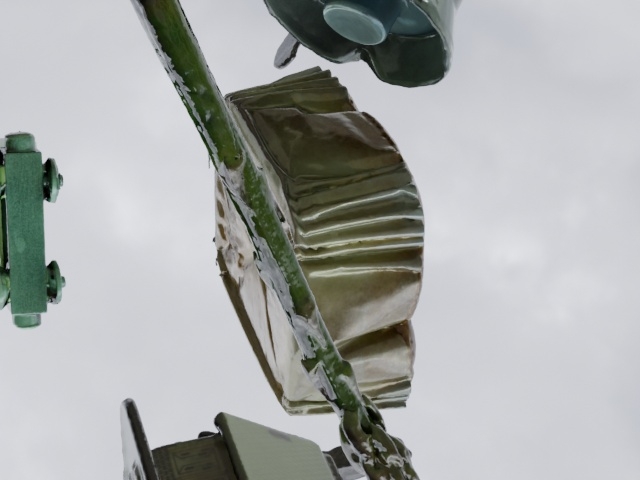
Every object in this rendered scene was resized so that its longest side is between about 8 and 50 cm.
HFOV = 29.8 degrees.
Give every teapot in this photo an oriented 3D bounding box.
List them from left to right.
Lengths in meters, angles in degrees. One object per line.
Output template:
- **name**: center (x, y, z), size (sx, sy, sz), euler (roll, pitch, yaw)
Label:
- **teapot**: center (0.067, -0.229, 0.749), size (0.171, 0.203, 0.225), euler (25, -107, 0)

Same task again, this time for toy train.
- **toy train**: center (-0.388, -0.018, 1.542), size (0.105, 0.253, 0.157), euler (-6, -165, -21)

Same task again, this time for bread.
- **bread**: center (0.000, -0.001, 0.849), size (0.110, 0.192, 0.210), euler (-11, -145, -17)

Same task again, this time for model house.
- **model house**: center (-0.026, 0.245, 1.053), size (0.279, 0.204, 0.218), euler (-7, -146, -15)

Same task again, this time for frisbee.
- **frisbee**: center (0.028, -0.272, 1.239), size (0.012, 0.187, 0.211), euler (33, -110, -27)

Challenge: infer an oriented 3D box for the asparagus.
- **asparagus**: center (-0.013, 0.004, 0.396), size (0.023, 0.233, 0.022), euler (-5, -150, 41)
